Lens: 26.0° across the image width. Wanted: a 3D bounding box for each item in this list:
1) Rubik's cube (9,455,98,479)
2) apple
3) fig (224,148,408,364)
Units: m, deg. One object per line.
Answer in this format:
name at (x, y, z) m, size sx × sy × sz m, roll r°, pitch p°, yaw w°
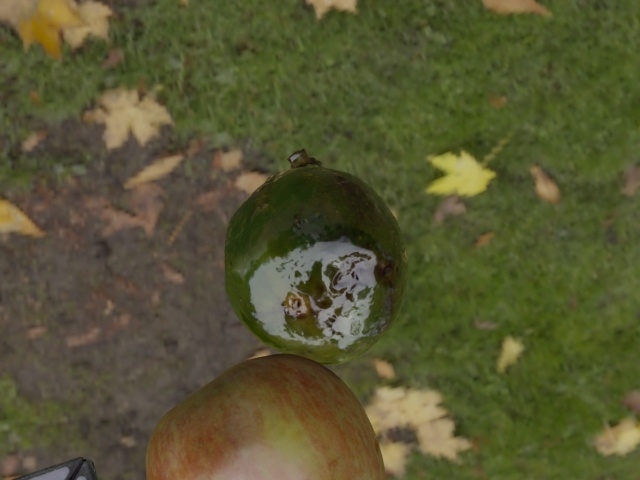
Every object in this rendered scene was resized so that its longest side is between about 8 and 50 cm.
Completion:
Rubik's cube at (-0.367, 0.468, 1.789) m, size 0.259 × 0.255 × 0.260 m, roll -17°, pitch 147°, yaw -17°
apple at (-0.041, 0.190, 1.118) m, size 0.188 × 0.174 × 0.188 m, roll -29°, pitch 163°, yaw -10°
fig at (0.000, 0.000, 1.391) m, size 0.195 × 0.245 × 0.195 m, roll 4°, pitch 134°, yaw 5°
